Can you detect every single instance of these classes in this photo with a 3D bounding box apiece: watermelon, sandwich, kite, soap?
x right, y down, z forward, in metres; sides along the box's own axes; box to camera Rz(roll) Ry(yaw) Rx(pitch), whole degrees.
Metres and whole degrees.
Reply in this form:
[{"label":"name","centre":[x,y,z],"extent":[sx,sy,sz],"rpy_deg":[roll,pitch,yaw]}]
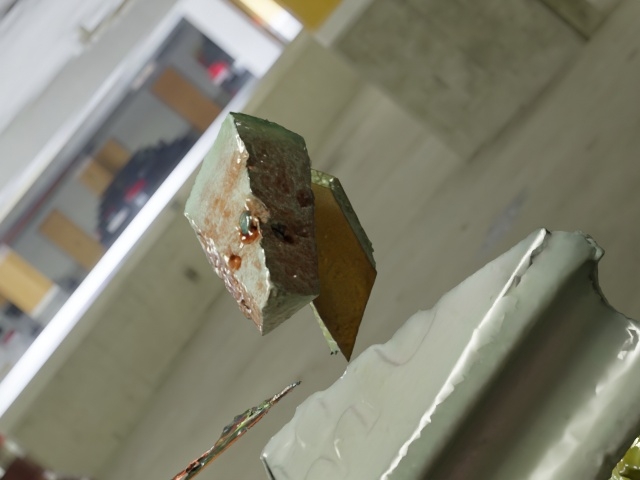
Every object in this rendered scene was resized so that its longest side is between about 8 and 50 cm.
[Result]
[{"label":"watermelon","centre":[-0.063,0.001,1.662],"extent":[0.154,0.094,0.241],"rpy_deg":[-55,33,21]},{"label":"sandwich","centre":[0.000,0.000,1.939],"extent":[0.096,0.258,0.094],"rpy_deg":[-26,11,3]},{"label":"kite","centre":[-0.094,0.198,1.788],"extent":[0.189,0.009,0.232],"rpy_deg":[-38,1,14]},{"label":"soap","centre":[0.103,0.124,1.289],"extent":[0.302,0.159,0.258],"rpy_deg":[-52,13,3]}]

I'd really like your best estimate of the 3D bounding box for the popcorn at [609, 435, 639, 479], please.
[{"label":"popcorn","centre":[0.365,0.210,1.379],"extent":[0.334,0.292,0.293],"rpy_deg":[-126,38,-86]}]
